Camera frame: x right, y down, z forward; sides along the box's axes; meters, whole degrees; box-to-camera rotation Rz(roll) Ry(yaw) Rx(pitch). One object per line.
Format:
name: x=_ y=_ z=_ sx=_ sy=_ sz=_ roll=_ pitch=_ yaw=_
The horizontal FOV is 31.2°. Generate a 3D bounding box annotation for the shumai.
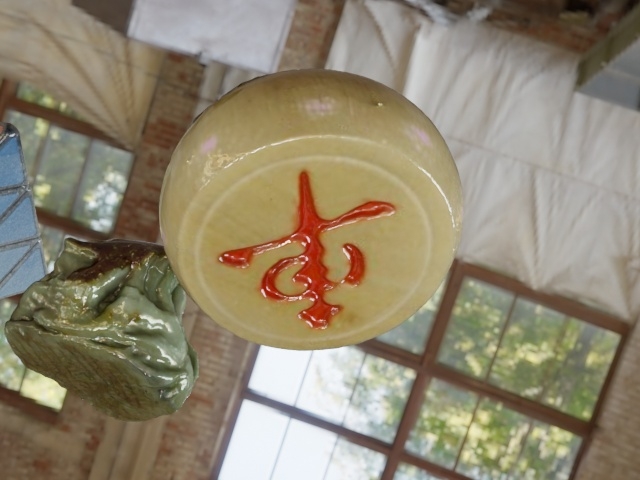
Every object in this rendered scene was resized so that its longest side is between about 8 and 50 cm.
shumai: x=-0.189 y=0.069 z=1.052 sx=0.184 sy=0.142 sz=0.184 roll=21 pitch=150 yaw=13

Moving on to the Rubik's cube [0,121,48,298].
Rubik's cube: x=-0.434 y=-0.026 z=1.268 sx=0.233 sy=0.229 sz=0.228 roll=-2 pitch=-167 yaw=-8

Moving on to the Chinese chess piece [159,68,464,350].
Chinese chess piece: x=-0.006 y=-0.019 z=0.945 sx=0.251 sy=0.251 sz=0.097 roll=15 pitch=-144 yaw=-18
